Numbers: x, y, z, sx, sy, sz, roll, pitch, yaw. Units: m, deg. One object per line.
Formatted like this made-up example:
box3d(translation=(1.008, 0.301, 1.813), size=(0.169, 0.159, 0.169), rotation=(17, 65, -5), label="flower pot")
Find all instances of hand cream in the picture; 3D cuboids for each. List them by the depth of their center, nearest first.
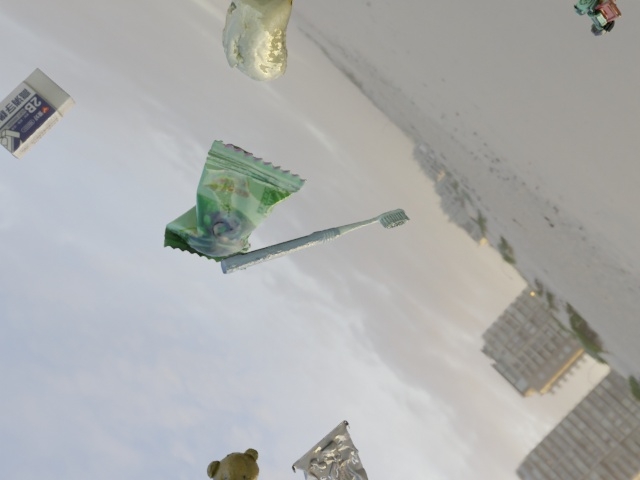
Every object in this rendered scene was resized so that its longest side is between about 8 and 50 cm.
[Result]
box3d(translation=(0.051, 0.343, 0.784), size=(0.257, 0.084, 0.050), rotation=(63, 160, -10), label="hand cream")

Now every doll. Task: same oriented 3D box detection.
box3d(translation=(-0.178, 0.582, 1.466), size=(0.097, 0.137, 0.210), rotation=(106, 149, -72), label="doll")

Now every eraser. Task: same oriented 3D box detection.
box3d(translation=(-0.754, -0.327, 1.689), size=(0.124, 0.210, 0.068), rotation=(40, 169, 3), label="eraser")

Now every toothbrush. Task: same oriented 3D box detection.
box3d(translation=(0.000, 0.000, 0.692), size=(0.219, 0.016, 0.019), rotation=(-15, -134, -22), label="toothbrush")

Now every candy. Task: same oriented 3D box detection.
box3d(translation=(-0.227, -0.089, 1.707), size=(0.262, 0.398, 0.172), rotation=(11, -125, -28), label="candy")

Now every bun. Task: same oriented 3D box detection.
box3d(translation=(-0.131, -0.438, 1.354), size=(0.145, 0.230, 0.229), rotation=(0, -158, -7), label="bun")

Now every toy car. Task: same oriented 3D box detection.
box3d(translation=(0.437, -0.395, 1.050), size=(0.073, 0.054, 0.143), rotation=(33, -135, -32), label="toy car")
